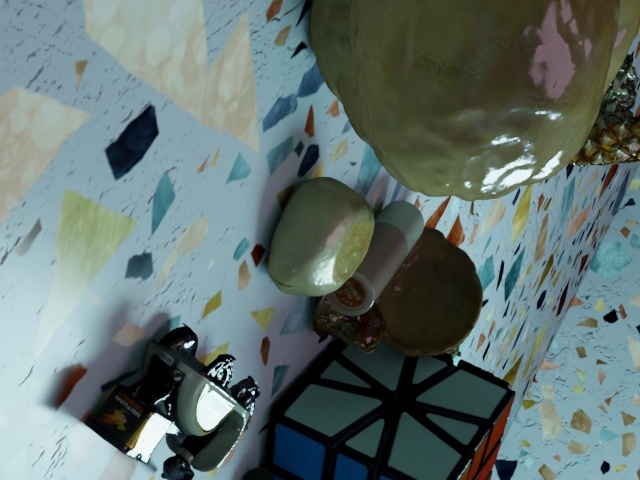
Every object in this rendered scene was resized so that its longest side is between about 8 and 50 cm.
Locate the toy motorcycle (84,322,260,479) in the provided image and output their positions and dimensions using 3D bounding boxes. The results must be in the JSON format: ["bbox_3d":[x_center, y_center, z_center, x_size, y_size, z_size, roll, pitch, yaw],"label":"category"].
[{"bbox_3d":[-0.145,0.191,1.264,0.157,0.091,0.263,-53,155,-11],"label":"toy motorcycle"}]

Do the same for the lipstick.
[{"bbox_3d":[0.079,0.019,1.583,0.254,0.070,0.070,-48,154,-60],"label":"lipstick"}]

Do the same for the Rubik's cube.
[{"bbox_3d":[0.094,0.334,1.712,0.293,0.288,0.283,-37,144,-49],"label":"Rubik's cube"}]

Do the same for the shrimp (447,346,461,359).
[{"bbox_3d":[0.234,0.201,2.238,0.217,0.051,0.150,-26,129,-54],"label":"shrimp"}]

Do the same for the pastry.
[{"bbox_3d":[0.000,0.000,1.403,0.156,0.092,0.156,-42,147,-36],"label":"pastry"}]

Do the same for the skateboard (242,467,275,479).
[{"bbox_3d":[-0.113,0.383,1.585,0.151,0.067,0.080,-54,147,-19],"label":"skateboard"}]

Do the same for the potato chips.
[{"bbox_3d":[0.149,0.083,1.749,0.062,0.195,0.208,113,-28,-62],"label":"potato chips"}]

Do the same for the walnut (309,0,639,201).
[{"bbox_3d":[0.165,-0.230,1.236,0.381,0.381,0.381,-50,154,-36],"label":"walnut"}]

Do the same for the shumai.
[{"bbox_3d":[0.051,0.088,1.623,0.139,0.105,0.123,-63,172,-79],"label":"shumai"}]

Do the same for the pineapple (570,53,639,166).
[{"bbox_3d":[0.623,-0.301,2.474,0.262,0.262,0.272,-13,101,-64],"label":"pineapple"}]
